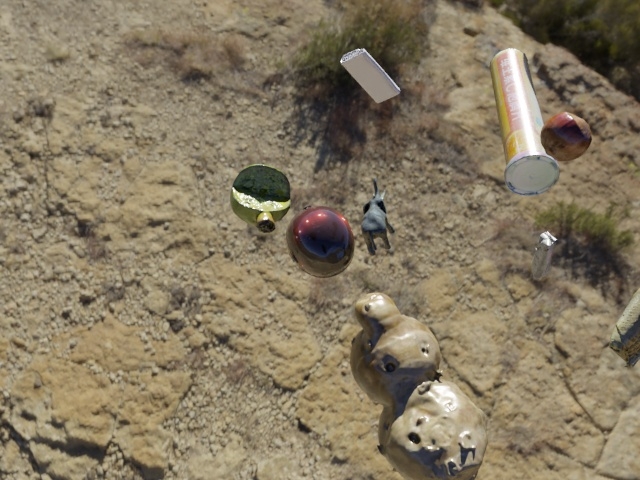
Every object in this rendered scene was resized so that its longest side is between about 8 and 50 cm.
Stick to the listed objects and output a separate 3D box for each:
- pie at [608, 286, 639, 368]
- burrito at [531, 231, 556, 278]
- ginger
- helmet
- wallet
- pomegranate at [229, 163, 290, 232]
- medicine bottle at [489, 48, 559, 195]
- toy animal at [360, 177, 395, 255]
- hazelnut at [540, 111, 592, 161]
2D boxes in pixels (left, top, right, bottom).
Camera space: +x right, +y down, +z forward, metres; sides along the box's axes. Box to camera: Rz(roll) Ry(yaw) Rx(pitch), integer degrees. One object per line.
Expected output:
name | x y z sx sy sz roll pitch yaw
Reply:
pie | 0.820 0.186 1.577 0.128 0.068 0.282 38 84 -24
burrito | 0.698 0.051 1.975 0.064 0.203 0.064 -5 52 6
ginger | 0.151 0.262 1.054 0.176 0.256 0.375 -26 80 -5
helmet | 0.000 0.000 1.810 0.189 0.193 0.216 -25 76 -13
wallet | 0.097 -0.317 1.214 0.122 0.061 0.025 39 57 -36
pomegranate | -0.140 -0.085 1.468 0.143 0.122 0.169 1 69 -24
medicine bottle | 0.442 -0.281 1.412 0.108 0.108 0.426 12 46 -6
toy animal | 0.186 -0.069 2.044 0.082 0.137 0.270 -10 41 20
hazelnut | 0.425 -0.179 1.094 0.086 0.086 0.086 8 51 -10
